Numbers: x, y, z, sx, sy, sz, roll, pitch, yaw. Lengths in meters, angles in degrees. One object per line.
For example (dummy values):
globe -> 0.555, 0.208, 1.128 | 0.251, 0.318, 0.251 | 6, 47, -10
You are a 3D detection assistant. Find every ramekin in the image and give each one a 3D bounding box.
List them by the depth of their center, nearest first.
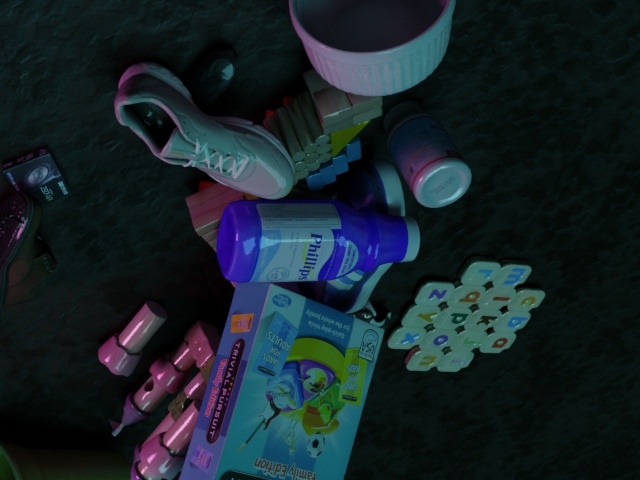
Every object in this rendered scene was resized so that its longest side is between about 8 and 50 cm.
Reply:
ramekin -> 0.068, -0.277, 1.431 | 0.207, 0.207, 0.109 | -21, 147, -5

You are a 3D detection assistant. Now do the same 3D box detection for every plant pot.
plant pot -> -0.446, 0.452, 1.905 | 0.253, 0.276, 0.276 | 1, 133, -43

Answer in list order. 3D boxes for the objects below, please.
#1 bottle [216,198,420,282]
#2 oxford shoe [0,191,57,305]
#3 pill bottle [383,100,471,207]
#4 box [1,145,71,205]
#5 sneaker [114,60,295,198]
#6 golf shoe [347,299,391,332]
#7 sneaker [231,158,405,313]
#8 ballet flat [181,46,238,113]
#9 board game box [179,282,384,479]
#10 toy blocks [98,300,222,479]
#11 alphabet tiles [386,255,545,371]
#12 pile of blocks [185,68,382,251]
bottle -> 0.000, 0.000, 1.598 | 0.282, 0.092, 0.118 | 0, 131, -22
oxford shoe -> -0.411, 0.010, 1.583 | 0.096, 0.083, 0.227 | -2, 146, -28
pill bottle -> 0.149, -0.129, 1.646 | 0.087, 0.160, 0.087 | -14, 138, -13
box -> -0.384, -0.083, 1.542 | 0.067, 0.018, 0.083 | -20, 138, -5
sneaker -> -0.155, -0.118, 1.457 | 0.262, 0.121, 0.099 | 30, 117, -10
golf shoe -> 0.038, 0.129, 1.932 | 0.198, 0.077, 0.094 | 14, 114, -44
sneaker -> -0.021, 0.018, 1.735 | 0.236, 0.130, 0.323 | -7, 141, -25
ballet flat -> -0.170, -0.192, 1.519 | 0.173, 0.049, 0.057 | -38, 107, 22
board game box -> -0.054, 0.253, 1.667 | 0.253, 0.079, 0.336 | 24, 77, -42
toy blocks -> -0.209, 0.308, 1.827 | 0.309, 0.289, 0.260 | 24, 113, -43
alphabet tiles -> 0.265, 0.138, 2.079 | 0.277, 0.021, 0.284 | 5, 130, -29
pile of blocks -> -0.048, -0.122, 1.606 | 0.362, 0.113, 0.149 | -39, 146, 27
